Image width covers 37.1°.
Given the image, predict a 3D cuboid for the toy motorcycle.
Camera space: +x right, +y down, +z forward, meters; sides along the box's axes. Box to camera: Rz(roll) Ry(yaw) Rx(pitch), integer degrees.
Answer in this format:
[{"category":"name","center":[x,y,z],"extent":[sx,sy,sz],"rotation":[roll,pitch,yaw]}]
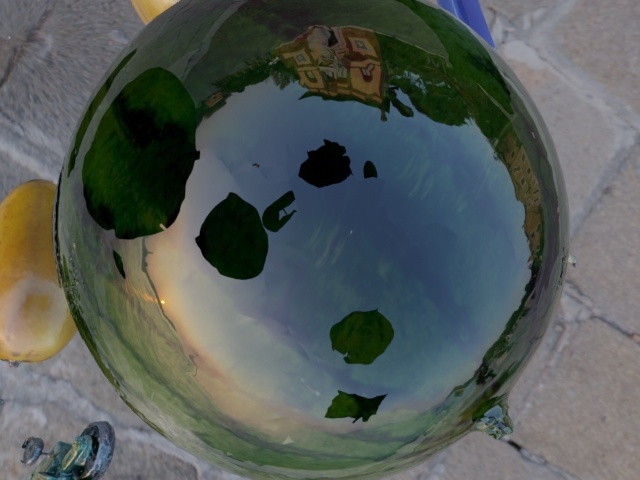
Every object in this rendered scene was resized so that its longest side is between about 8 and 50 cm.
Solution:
[{"category":"toy motorcycle","center":[-0.361,0.371,1.276],"extent":[0.109,0.198,0.296],"rotation":[24,121,-32]}]

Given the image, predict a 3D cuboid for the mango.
[{"category":"mango","center":[-0.260,0.030,0.842],"extent":[0.090,0.178,0.115],"rotation":[25,123,-42]}]

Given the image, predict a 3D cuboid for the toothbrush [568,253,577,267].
[{"category":"toothbrush","center":[0.254,-0.047,1.389],"extent":[0.028,0.294,0.026],"rotation":[-44,152,-8]}]

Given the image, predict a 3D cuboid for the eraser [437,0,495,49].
[{"category":"eraser","center":[0.175,-0.268,1.158],"extent":[0.063,0.027,0.085],"rotation":[5,63,-45]}]

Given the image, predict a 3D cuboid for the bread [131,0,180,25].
[{"category":"bread","center":[-0.114,-0.220,0.949],"extent":[0.098,0.147,0.217],"rotation":[-35,132,15]}]

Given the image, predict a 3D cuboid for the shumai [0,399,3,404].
[{"category":"shumai","center":[-0.567,0.276,1.114],"extent":[0.348,0.395,0.395],"rotation":[13,100,22]}]

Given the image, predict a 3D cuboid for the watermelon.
[{"category":"watermelon","center":[-0.004,-0.003,0.454],"extent":[0.242,0.242,0.243],"rotation":[-4,103,-17]}]
